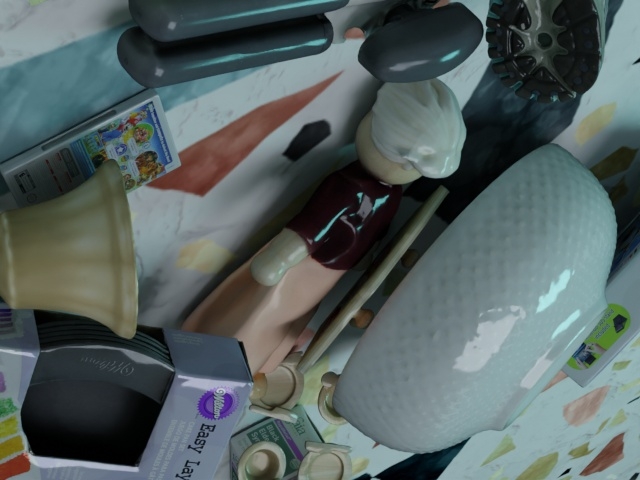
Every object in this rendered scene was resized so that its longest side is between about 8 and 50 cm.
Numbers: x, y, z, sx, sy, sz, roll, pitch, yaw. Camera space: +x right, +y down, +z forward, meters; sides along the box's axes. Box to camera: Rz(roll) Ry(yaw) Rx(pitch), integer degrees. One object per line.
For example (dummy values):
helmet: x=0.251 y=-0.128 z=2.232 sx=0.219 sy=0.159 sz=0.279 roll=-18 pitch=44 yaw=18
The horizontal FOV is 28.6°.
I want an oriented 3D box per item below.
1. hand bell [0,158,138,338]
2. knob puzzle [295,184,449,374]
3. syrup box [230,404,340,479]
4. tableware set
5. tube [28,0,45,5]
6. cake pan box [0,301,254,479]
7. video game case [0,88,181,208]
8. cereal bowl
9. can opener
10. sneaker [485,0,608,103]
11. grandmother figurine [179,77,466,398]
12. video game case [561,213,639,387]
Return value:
hand bell: x=-0.252 y=0.017 z=0.838 sx=0.242 sy=0.126 sz=0.126 roll=-5 pitch=141 yaw=-17
knob puzzle: x=0.059 y=0.033 z=1.143 sx=0.213 sy=0.030 sz=0.213 roll=-51 pitch=179 yaw=-1
syrup box: x=-0.043 y=0.298 z=1.443 sx=0.096 sy=0.093 sz=0.237 roll=-24 pitch=148 yaw=-19
tableware set: x=-0.019 y=0.198 z=1.300 sx=0.141 sy=0.020 sz=0.169 roll=7 pitch=97 yaw=-28
tube: x=-0.069 y=-0.210 z=0.743 sx=0.240 sy=0.062 sz=0.070 roll=-23 pitch=107 yaw=-13
cake pan box: x=-0.208 y=0.172 z=1.012 sx=0.245 sy=0.070 sz=0.267 roll=11 pitch=118 yaw=-27
video game case: x=-0.164 y=-0.054 z=0.908 sx=0.122 sy=0.011 sz=0.087 roll=-29 pitch=149 yaw=-12
cereal bowl: x=0.172 y=0.080 z=1.214 sx=0.339 sy=0.141 sz=0.339 roll=-45 pitch=165 yaw=-15
can opener: x=0.002 y=-0.146 z=0.861 sx=0.283 sy=0.095 sz=0.076 roll=-19 pitch=146 yaw=-39
sneaker: x=0.165 y=-0.248 z=0.906 sx=0.122 sy=0.110 sz=0.283 roll=-65 pitch=159 yaw=-49
grandmother figurine: x=0.000 y=0.000 z=1.077 sx=0.342 sy=0.104 sz=0.208 roll=-52 pitch=174 yaw=20
video game case: x=0.367 y=0.013 z=1.384 sx=0.244 sy=0.061 sz=0.269 roll=-52 pitch=175 yaw=27
